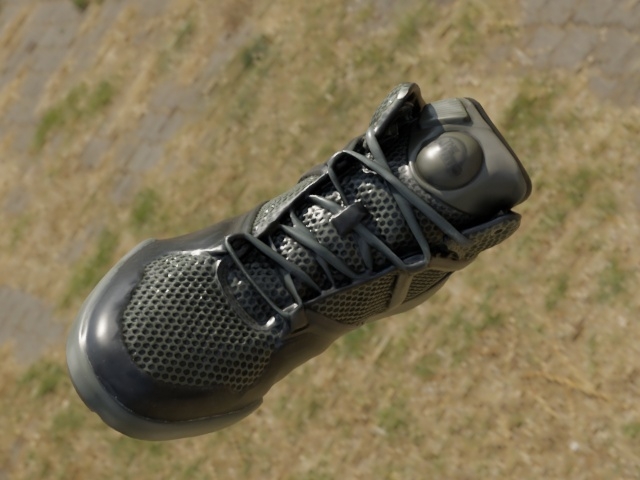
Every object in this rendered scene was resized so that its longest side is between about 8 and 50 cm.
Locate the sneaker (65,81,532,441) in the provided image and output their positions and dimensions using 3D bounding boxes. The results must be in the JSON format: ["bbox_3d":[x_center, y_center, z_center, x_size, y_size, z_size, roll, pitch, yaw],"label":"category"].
[{"bbox_3d":[0.000,0.000,0.616,0.087,0.227,0.130,55,136,14],"label":"sneaker"}]
